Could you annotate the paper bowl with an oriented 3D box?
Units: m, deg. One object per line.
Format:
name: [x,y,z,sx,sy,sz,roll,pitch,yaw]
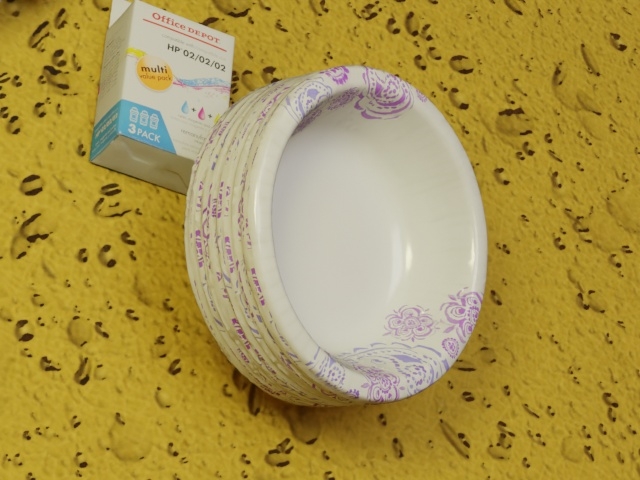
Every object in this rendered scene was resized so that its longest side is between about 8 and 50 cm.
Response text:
paper bowl: [0.000,0.000,1.616,0.284,0.148,0.284,7,81,-44]

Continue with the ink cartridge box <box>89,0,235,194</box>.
ink cartridge box: [-0.138,-0.142,1.689,0.104,0.061,0.181,19,56,-25]
